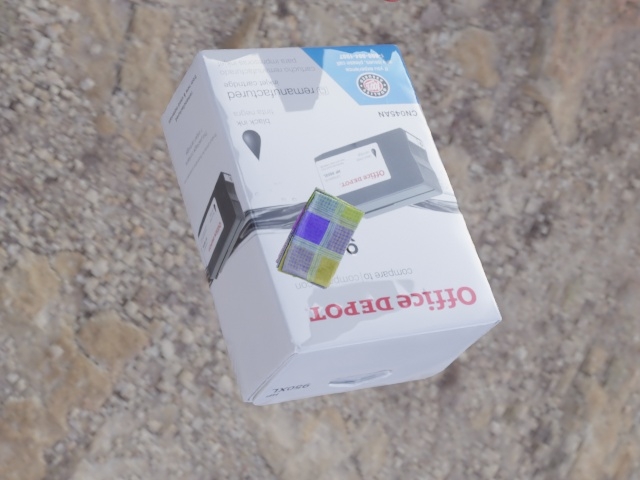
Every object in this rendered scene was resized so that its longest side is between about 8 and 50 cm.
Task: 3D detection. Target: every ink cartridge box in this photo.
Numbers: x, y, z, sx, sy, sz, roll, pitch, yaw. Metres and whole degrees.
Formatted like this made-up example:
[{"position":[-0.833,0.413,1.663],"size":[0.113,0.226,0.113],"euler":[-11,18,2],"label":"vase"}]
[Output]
[{"position":[0.007,-0.028,1.517],"size":[0.285,0.395,0.166],"euler":[-7,156,-29],"label":"ink cartridge box"}]

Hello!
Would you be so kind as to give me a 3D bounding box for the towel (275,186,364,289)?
[{"position":[0.000,0.000,1.145],"size":[0.060,0.009,0.083],"euler":[26,92,-27],"label":"towel"}]
